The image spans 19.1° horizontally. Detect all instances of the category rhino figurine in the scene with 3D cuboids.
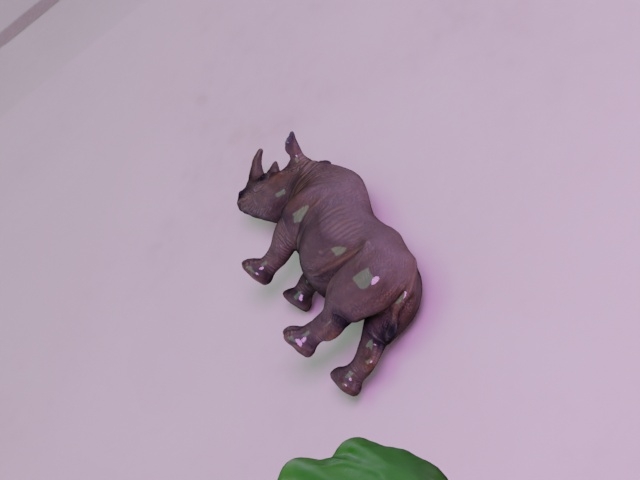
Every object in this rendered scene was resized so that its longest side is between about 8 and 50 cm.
[{"bbox_3d":[0.000,0.000,1.410,0.106,0.073,0.243,-48,41,13],"label":"rhino figurine"}]

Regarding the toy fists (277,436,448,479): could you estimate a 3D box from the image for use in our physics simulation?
[{"bbox_3d":[-0.015,0.239,1.035,0.142,0.096,0.279,22,79,37],"label":"toy fists"}]
